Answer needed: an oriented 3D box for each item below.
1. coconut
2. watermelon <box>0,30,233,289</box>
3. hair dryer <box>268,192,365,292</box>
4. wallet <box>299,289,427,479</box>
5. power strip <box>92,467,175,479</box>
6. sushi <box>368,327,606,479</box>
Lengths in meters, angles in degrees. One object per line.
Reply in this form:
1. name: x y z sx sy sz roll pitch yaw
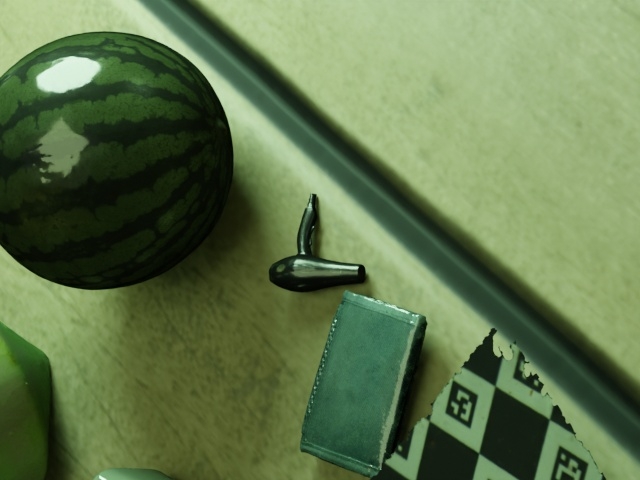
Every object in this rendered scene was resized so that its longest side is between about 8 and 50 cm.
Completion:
1. coconut: -0.333 0.146 1.285 0.236 0.236 0.205 49 144 33
2. watermelon: -0.171 -0.065 1.204 0.212 0.212 0.212 -9 75 34
3. hair dryer: 0.000 0.000 1.180 0.079 0.031 0.083 -3 70 25
4. wallet: 0.033 0.108 1.128 0.088 0.026 0.129 15 90 41
5. power strip: -0.192 0.371 1.195 0.062 0.091 0.385 20 92 34
6. sushi: 0.144 0.239 1.006 0.290 0.050 0.264 56 132 29
